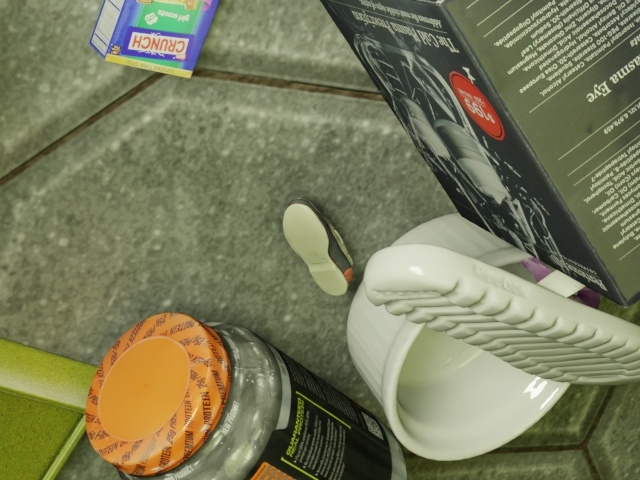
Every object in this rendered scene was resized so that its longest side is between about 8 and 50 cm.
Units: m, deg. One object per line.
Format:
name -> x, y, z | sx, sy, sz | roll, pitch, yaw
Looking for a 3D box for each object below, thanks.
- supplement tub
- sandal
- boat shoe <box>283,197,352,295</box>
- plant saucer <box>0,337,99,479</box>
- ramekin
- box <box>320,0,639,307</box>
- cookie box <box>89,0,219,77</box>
supplement tub -> -0.074, 0.218, 1.469 | 0.207, 0.207, 0.338 | -47, 133, 4
sandal -> 0.222, 0.060, 1.432 | 0.416, 0.169, 0.102 | 24, 65, -40
boat shoe -> 0.000, 0.000, 1.481 | 0.137, 0.049, 0.043 | 61, 38, -40
plant saucer -> -0.319, 0.197, 1.407 | 0.188, 0.045, 0.188 | 23, 106, -41
ramekin -> 0.164, 0.101, 1.592 | 0.277, 0.135, 0.277 | -17, 128, -22
box -> 0.182, -0.150, 1.233 | 0.179, 0.343, 0.312 | -39, 112, -5
cookie box -> -0.144, -0.207, 1.246 | 0.092, 0.040, 0.107 | 7, 117, -37
